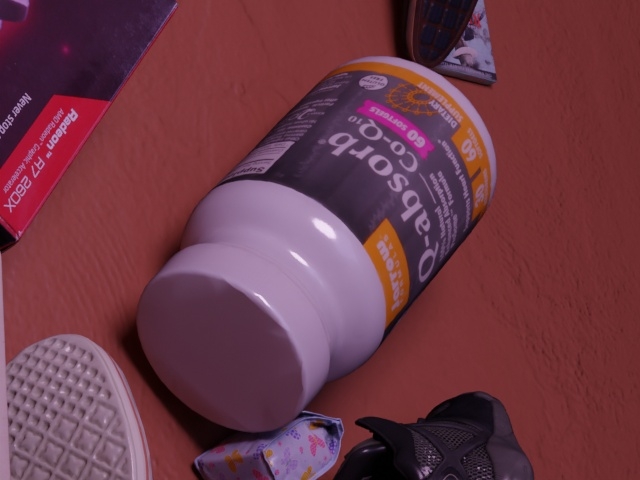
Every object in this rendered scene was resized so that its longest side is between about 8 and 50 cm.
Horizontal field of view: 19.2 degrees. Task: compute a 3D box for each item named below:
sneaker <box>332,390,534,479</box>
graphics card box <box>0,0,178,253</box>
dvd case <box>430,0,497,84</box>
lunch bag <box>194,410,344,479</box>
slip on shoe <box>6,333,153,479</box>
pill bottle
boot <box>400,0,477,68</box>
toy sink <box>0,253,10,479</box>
[{"bbox_3d":[0.069,0.153,1.345,0.130,0.227,0.087,11,101,-5],"label":"sneaker"},{"bbox_3d":[-0.270,-0.188,1.120,0.371,0.094,0.233,48,48,-22],"label":"graphics card box"},{"bbox_3d":[0.112,-0.197,1.633,0.087,0.013,0.119,10,67,-42],"label":"dvd case"},{"bbox_3d":[-0.033,0.145,1.296,0.083,0.071,0.053,-30,101,-47],"label":"lunch bag"},{"bbox_3d":[-0.136,0.220,1.149,0.101,0.123,0.331,41,32,-70],"label":"slip on shoe"},{"bbox_3d":[0.000,0.000,1.327,0.162,0.162,0.278,54,44,-13],"label":"pill bottle"},{"bbox_3d":[0.080,-0.254,1.591,0.082,0.106,0.219,12,90,-45],"label":"boot"},{"bbox_3d":[-0.299,0.072,1.021,0.234,0.131,0.153,14,63,-46],"label":"toy sink"}]
